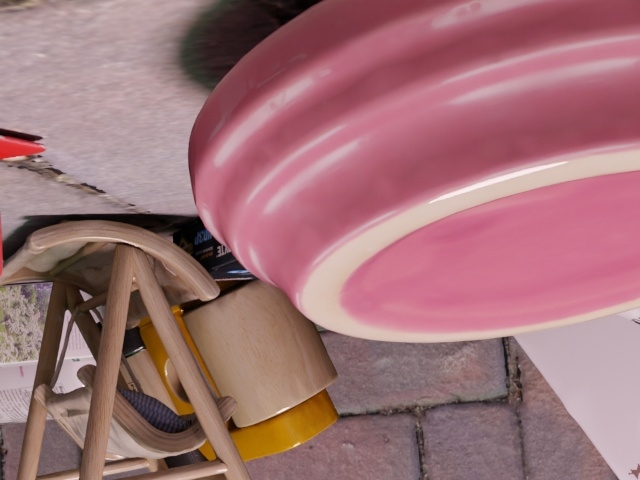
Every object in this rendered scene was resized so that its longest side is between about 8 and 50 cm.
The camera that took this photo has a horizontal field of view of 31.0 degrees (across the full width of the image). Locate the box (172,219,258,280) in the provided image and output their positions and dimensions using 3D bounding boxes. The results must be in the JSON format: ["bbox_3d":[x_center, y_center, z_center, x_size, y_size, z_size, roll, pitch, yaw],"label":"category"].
[{"bbox_3d":[0.000,0.000,1.033,0.220,0.051,0.175,-1,172,-29],"label":"box"}]

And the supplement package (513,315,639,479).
[{"bbox_3d":[0.366,0.092,1.117,0.263,0.199,0.198,-2,141,-51],"label":"supplement package"}]

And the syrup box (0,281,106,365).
[{"bbox_3d":[-0.352,0.102,1.378,0.237,0.093,0.096,-4,172,-12],"label":"syrup box"}]

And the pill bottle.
[{"bbox_3d":[-0.345,0.160,1.565,0.283,0.160,0.160,-9,172,22],"label":"pill bottle"}]

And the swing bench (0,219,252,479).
[{"bbox_3d":[-0.194,0.119,1.047,0.165,0.254,0.253,-7,174,-26],"label":"swing bench"}]

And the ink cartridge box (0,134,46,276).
[{"bbox_3d":[-0.284,-0.008,0.671,0.231,0.078,0.134,-10,171,29],"label":"ink cartridge box"}]

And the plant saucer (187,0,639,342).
[{"bbox_3d":[0.106,-0.026,0.552,0.332,0.084,0.332,-8,160,-3],"label":"plant saucer"}]

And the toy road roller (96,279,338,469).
[{"bbox_3d":[-0.078,0.110,1.276,0.240,0.202,0.329,-28,-178,-39],"label":"toy road roller"}]

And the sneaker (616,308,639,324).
[{"bbox_3d":[0.384,-0.002,0.856,0.366,0.137,0.210,-6,-171,-36],"label":"sneaker"}]
